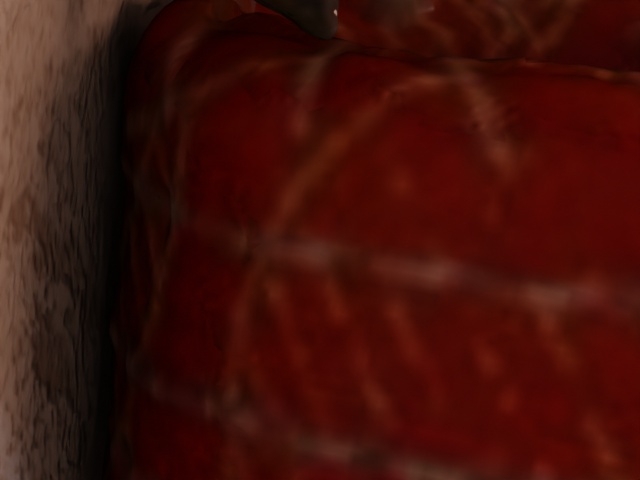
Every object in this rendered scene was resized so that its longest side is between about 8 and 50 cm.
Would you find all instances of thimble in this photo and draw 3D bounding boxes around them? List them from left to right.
[{"bbox_3d":[0.099,0.028,0.691,0.350,0.350,0.231,-65,160,-75],"label":"thimble"}]

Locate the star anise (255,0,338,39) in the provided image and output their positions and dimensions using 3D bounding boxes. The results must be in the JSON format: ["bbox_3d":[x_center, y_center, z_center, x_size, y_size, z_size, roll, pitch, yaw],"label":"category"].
[{"bbox_3d":[-0.020,-0.175,0.587,0.197,0.073,0.212,-94,178,-71],"label":"star anise"}]
